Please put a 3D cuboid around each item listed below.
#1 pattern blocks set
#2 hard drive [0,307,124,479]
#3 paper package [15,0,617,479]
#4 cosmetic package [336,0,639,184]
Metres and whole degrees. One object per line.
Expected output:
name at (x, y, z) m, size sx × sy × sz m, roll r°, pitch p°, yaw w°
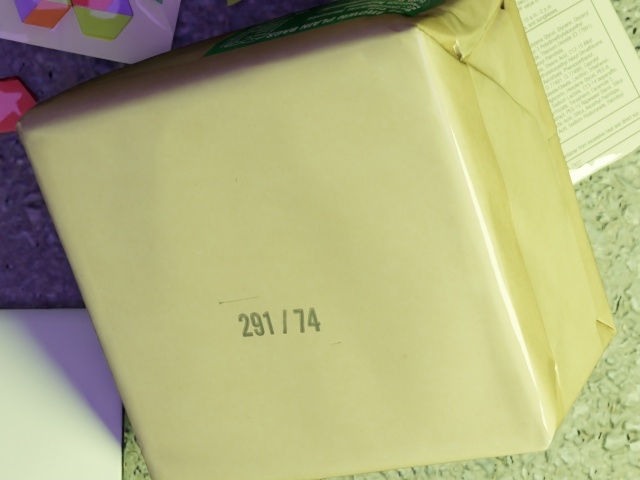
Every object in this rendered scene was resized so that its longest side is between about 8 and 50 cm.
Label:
pattern blocks set at (-0.170, -0.222, 1.357) m, size 0.285 × 0.026 × 0.324 m, roll -4°, pitch 101°, yaw -3°
hard drive at (-0.321, 0.157, 1.332) m, size 0.353 × 0.047 × 0.233 m, roll -1°, pitch 56°, yaw -4°
paper package at (0.000, 0.000, 1.262) m, size 0.325 × 0.168 × 0.309 m, roll -11°, pitch 108°, yaw 29°
cosmetic package at (0.107, -0.179, 1.336) m, size 0.160 × 0.113 × 0.309 m, roll -30°, pitch 99°, yaw -11°
